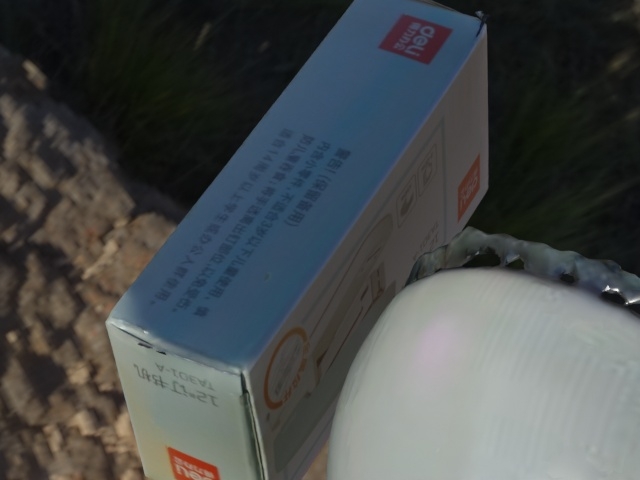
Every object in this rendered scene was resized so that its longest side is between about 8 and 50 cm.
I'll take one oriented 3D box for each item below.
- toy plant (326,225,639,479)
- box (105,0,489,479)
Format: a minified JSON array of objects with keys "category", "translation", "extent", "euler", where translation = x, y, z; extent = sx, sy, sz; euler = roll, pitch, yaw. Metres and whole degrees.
[{"category":"toy plant","translation":[0.042,0.193,0.628],"extent":[0.247,0.247,0.332],"euler":[41,64,-12]},{"category":"box","translation":[0.000,0.000,0.911],"extent":[0.079,0.135,0.269],"euler":[20,52,21]}]
